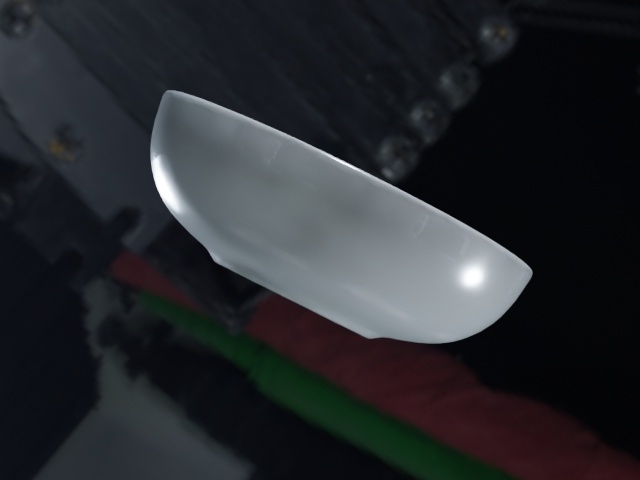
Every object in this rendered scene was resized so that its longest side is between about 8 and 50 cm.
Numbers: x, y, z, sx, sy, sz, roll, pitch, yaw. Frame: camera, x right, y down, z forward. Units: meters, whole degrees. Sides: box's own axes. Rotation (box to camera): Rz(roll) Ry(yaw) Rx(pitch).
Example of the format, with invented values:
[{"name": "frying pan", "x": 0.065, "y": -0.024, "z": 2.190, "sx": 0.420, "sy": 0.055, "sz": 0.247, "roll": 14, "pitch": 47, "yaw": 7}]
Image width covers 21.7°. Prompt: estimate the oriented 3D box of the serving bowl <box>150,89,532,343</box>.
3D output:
[{"name": "serving bowl", "x": 0.000, "y": 0.000, "z": 0.340, "sx": 0.083, "sy": 0.027, "sz": 0.083, "roll": 27, "pitch": -3, "yaw": 1}]
